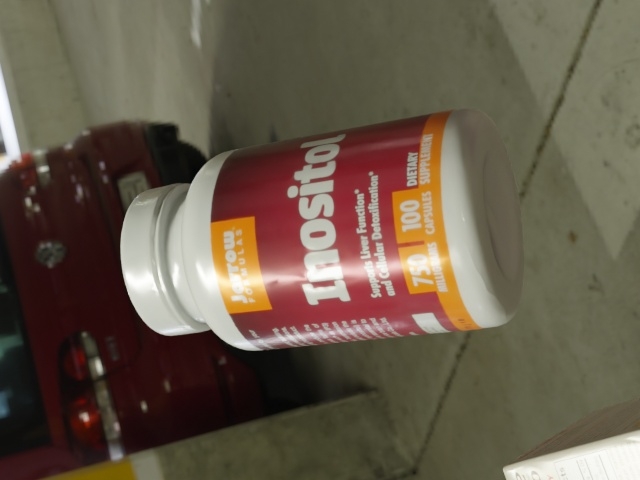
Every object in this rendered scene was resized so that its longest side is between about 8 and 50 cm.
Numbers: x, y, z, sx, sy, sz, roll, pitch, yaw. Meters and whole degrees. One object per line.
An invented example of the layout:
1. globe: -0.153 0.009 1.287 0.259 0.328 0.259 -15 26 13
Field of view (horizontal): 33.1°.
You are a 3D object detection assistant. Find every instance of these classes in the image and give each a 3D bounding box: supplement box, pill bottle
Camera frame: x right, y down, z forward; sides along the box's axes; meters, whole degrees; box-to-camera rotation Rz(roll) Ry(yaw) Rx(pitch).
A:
1. supplement box: 0.110 0.061 0.303 0.098 0.062 0.036 -27 81 41
2. pill bottle: 0.000 0.000 0.438 0.086 0.152 0.086 -9 -90 -68
